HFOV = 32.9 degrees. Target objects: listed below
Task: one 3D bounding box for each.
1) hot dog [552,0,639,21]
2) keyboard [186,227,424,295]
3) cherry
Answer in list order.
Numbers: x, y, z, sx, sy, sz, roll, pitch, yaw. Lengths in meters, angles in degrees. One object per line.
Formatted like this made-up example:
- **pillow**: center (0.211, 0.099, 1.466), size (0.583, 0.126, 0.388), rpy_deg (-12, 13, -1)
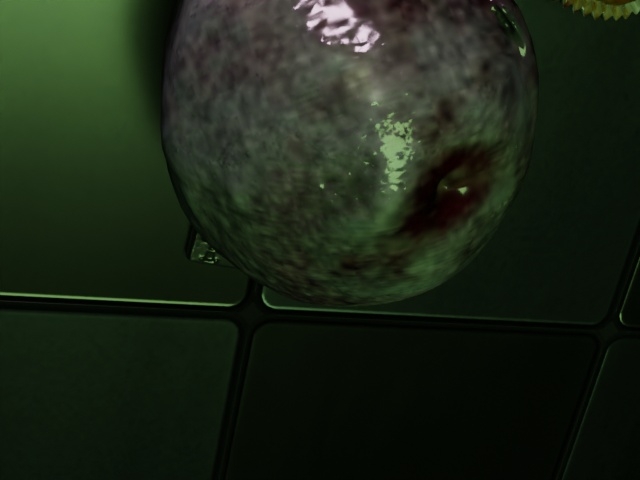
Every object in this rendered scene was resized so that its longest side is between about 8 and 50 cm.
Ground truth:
- **hot dog**: center (0.156, -0.209, 0.553), size (0.099, 0.053, 0.192), rpy_deg (0, 117, -19)
- **keyboard**: center (0.000, 0.000, 0.639), size (0.155, 0.010, 0.053), rpy_deg (10, 112, -20)
- **cherry**: center (0.012, -0.057, 0.514), size (0.195, 0.195, 0.195), rpy_deg (-7, 118, -13)
